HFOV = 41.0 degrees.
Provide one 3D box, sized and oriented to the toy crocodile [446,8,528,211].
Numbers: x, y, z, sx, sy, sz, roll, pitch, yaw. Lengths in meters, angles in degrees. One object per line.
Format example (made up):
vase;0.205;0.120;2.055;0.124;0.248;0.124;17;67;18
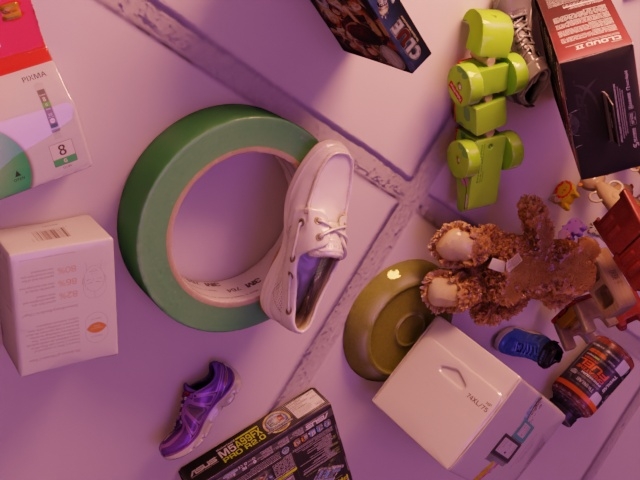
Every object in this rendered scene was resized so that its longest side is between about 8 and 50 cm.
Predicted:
toy crocodile;0.258;-0.202;1.389;0.115;0.105;0.340;-17;124;-20

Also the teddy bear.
teddy bear;0.322;0.041;1.502;0.338;0.113;0.245;-16;111;-19

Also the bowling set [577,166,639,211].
bowling set;0.640;-0.100;1.682;0.287;0.154;0.200;-25;138;-9

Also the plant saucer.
plant saucer;0.150;0.150;1.513;0.241;0.037;0.241;-16;120;-29

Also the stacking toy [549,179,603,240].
stacking toy;0.461;0.014;1.659;0.167;0.052;0.221;32;94;-37

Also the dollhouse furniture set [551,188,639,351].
dollhouse furniture set;0.583;0.045;1.592;0.201;0.152;0.374;-13;154;-21

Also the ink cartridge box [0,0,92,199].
ink cartridge box;-0.382;-0.160;0.987;0.181;0.056;0.224;-25;125;-24

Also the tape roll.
tape roll;-0.122;-0.029;1.214;0.321;0.077;0.321;-15;119;-28

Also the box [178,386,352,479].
box;-0.084;0.405;1.456;0.270;0.060;0.216;-29;126;-20

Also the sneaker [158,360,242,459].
sneaker;-0.197;0.257;1.318;0.071;0.068;0.170;42;76;-25

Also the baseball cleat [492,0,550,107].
baseball cleat;0.328;-0.315;1.369;0.072;0.109;0.206;-21;120;-15

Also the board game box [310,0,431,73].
board game box;0.030;-0.333;1.118;0.042;0.165;0.243;-47;129;-7

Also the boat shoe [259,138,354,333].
boat shoe;0.000;0.000;1.199;0.098;0.096;0.277;5;108;-36

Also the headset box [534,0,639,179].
headset box;0.425;-0.254;1.346;0.110;0.293;0.218;-13;126;14

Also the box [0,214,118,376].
box;-0.339;0.069;1.098;0.130;0.091;0.170;-11;117;-31

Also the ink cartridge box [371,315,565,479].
ink cartridge box;0.268;0.299;1.529;0.197;0.198;0.270;-52;141;0

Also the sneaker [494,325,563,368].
sneaker;0.420;0.215;1.700;0.152;0.084;0.058;11;105;-38

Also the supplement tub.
supplement tub;0.571;0.305;1.835;0.198;0.106;0.106;-46;129;-8
